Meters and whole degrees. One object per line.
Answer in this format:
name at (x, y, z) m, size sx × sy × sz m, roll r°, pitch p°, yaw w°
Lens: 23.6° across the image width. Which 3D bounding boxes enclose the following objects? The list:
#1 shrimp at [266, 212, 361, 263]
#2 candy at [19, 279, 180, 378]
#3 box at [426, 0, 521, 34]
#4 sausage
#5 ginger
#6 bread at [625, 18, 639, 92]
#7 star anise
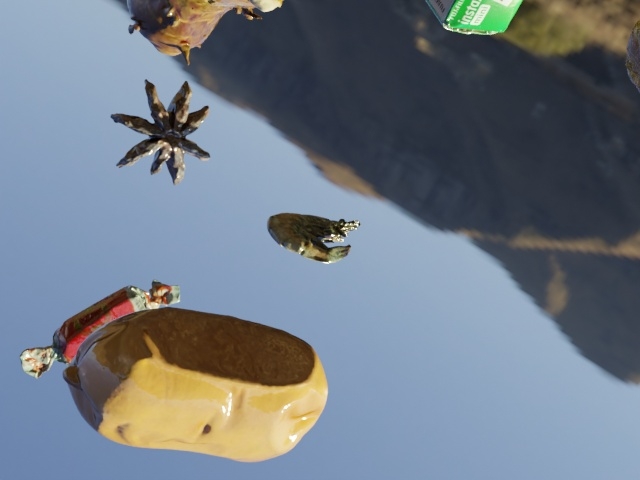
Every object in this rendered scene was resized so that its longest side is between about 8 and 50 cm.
shrimp at (0.000, 0.000, 1.887) m, size 0.161 × 0.034 × 0.091 m, roll -3°, pitch -135°, yaw -50°
candy at (-0.364, 0.145, 2.551) m, size 0.086 × 0.292 × 0.059 m, roll 63°, pitch 171°, yaw -26°
box at (0.219, -0.415, 2.027) m, size 0.103 × 0.250 × 0.180 m, roll 3°, pitch -139°, yaw -29°
sausage at (-0.110, 0.129, 1.349) m, size 0.241 × 0.136 × 0.120 m, roll 16°, pitch -139°, yaw -31°
ginger at (-0.160, -0.383, 2.252) m, size 0.176 × 0.254 × 0.418 m, roll -3°, pitch -170°, yaw -37°
bread at (0.498, -0.174, 1.793) m, size 0.294 × 0.166 × 0.132 m, roll 56°, pitch 167°, yaw 30°
star anise at (-0.188, -0.133, 1.877) m, size 0.141 × 0.141 × 0.042 m, roll 24°, pitch 180°, yaw -30°
